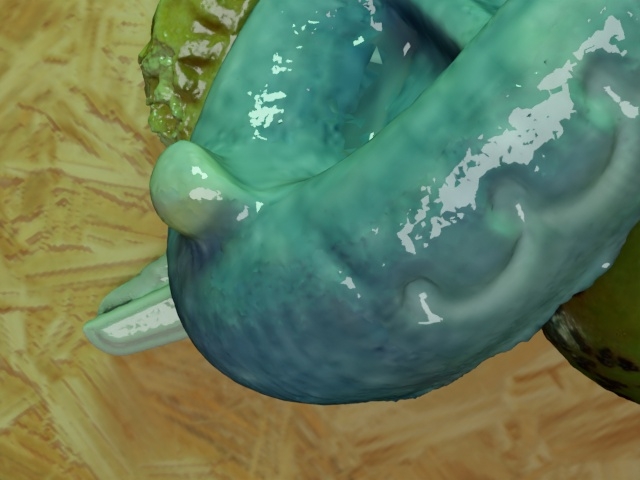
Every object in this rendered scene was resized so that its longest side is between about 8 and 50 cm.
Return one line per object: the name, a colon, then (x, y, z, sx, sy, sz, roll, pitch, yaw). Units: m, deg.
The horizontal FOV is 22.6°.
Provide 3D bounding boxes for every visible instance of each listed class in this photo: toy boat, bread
toy boat: (0.047, -0.089, 0.594, 0.123, 0.215, 0.330, 29, 106, -35)
bread: (-0.044, -0.085, 0.709, 0.066, 0.060, 0.110, 19, 110, -12)

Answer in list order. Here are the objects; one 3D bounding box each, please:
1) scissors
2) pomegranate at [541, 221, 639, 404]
scissors: (0.000, 0.000, 0.741, 0.242, 0.030, 0.118, -24, 101, 12)
pomegranate: (0.174, -0.003, 0.635, 0.205, 0.159, 0.159, -2, 107, 32)
